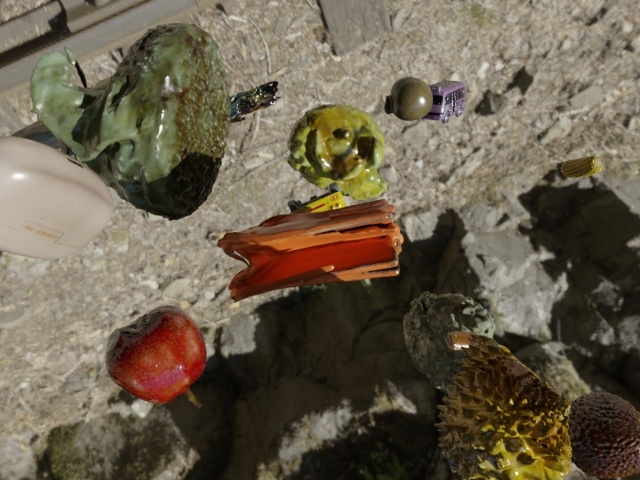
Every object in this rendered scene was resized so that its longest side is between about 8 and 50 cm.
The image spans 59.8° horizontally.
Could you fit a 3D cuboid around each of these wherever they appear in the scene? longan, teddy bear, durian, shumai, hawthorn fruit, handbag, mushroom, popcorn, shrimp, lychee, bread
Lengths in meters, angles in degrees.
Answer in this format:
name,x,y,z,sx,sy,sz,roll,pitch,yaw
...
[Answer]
name,x,y,z,sx,sy,sz,roll,pitch,yaw
longan,0.210,-0.341,1.346,0.119,0.106,0.106,-13,148,21
teddy bear,0.388,0.267,1.521,0.224,0.357,0.367,-39,157,-34
durian,0.202,0.215,0.650,0.138,0.183,0.249,-44,148,0
shumai,-0.392,-0.249,1.173,0.348,0.395,0.395,7,144,13
hawthorn fruit,-0.369,0.291,1.321,0.230,0.266,0.210,-33,172,-39
handbag,0.000,0.000,1.030,0.304,0.116,0.410,-11,-174,7
mushroom,-0.754,-0.294,1.534,0.329,0.122,0.159,-31,-174,7
popcorn,0.063,-0.292,1.779,0.335,0.279,0.274,12,143,-10
shrimp,-0.256,-0.379,1.616,0.289,0.178,0.075,-11,122,16
lychee,0.624,0.430,1.223,0.194,0.194,0.194,-17,143,-13
bread,0.323,0.226,1.245,0.083,0.047,0.036,7,134,-19

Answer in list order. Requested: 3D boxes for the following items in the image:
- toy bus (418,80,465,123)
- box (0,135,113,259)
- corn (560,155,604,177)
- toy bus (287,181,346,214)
name,x,y,z,sx,sy,sz,roll,pitch,yaw
toy bus,0.321,-0.374,1.486,0.178,0.087,0.098,-34,132,-50
box,-0.354,-0.047,0.690,0.146,0.088,0.200,-41,154,7
corn,0.471,-0.132,1.003,0.037,0.037,0.092,-17,-178,-13
toy bus,0.009,-0.065,1.519,0.145,0.151,0.331,-25,-176,4
